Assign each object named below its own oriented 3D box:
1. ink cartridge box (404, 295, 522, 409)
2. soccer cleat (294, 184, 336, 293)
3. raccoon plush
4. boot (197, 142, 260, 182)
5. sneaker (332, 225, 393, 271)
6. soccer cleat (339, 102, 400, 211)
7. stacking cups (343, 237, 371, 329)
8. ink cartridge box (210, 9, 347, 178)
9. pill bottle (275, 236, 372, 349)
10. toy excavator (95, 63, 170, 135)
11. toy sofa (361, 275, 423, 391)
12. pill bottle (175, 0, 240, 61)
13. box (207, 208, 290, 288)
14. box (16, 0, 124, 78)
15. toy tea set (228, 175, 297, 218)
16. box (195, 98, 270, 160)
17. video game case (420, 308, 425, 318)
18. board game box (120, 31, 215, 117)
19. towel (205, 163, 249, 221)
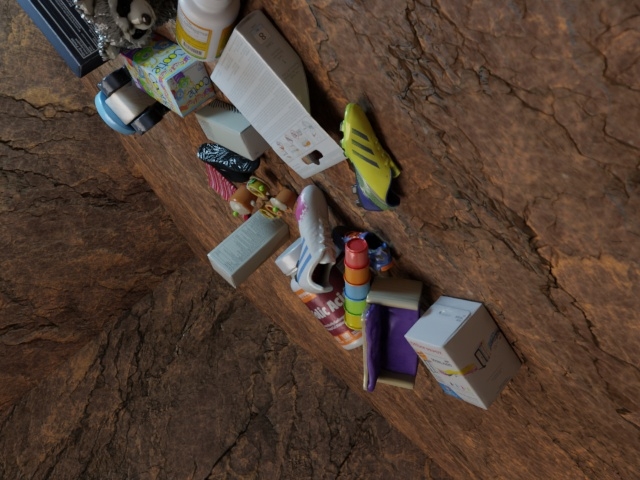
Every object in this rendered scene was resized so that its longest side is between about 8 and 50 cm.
[{"bbox_3d":[0.381,0.294,1.380,0.233,0.168,0.171,53,160,-16],"label":"ink cartridge box"},{"bbox_3d":[0.000,0.000,1.551,0.143,0.116,0.331,10,101,50],"label":"soccer cleat"},{"bbox_3d":[-0.521,-0.613,1.349,0.446,0.299,0.216,22,148,52],"label":"raccoon plush"},{"bbox_3d":[-0.288,-0.268,1.822,0.246,0.094,0.207,12,172,21],"label":"boot"},{"bbox_3d":[0.127,0.003,1.522,0.221,0.083,0.087,28,140,32],"label":"sneaker"},{"bbox_3d":[0.120,-0.188,1.172,0.121,0.093,0.289,2,134,22],"label":"soccer cleat"},{"bbox_3d":[0.113,0.133,1.508,0.096,0.096,0.316,34,145,33],"label":"stacking cups"},{"bbox_3d":[-0.094,-0.347,1.309,0.385,0.091,0.308,46,161,-13],"label":"ink cartridge box"},{"bbox_3d":[0.042,0.158,1.751,0.392,0.224,0.224,49,161,-6],"label":"pill bottle"},{"bbox_3d":[-0.735,-0.538,1.999,0.445,0.433,0.222,-19,119,39],"label":"toy excavator"},{"bbox_3d":[0.217,0.297,1.533,0.150,0.177,0.362,7,127,16],"label":"toy sofa"},{"bbox_3d":[-0.263,-0.536,1.197,0.136,0.136,0.245,50,160,-6],"label":"pill bottle"},{"bbox_3d":[-0.281,0.025,2.044,0.148,0.311,0.121,40,159,20],"label":"box"},{"bbox_3d":[-0.722,-0.718,1.582,0.296,0.294,0.182,55,159,-18],"label":"box"},{"bbox_3d":[-0.214,-0.125,1.838,0.200,0.124,0.336,33,164,-15],"label":"toy tea set"},{"bbox_3d":[-0.279,-0.357,1.637,0.275,0.094,0.113,31,155,39],"label":"box"},{"bbox_3d":[0.355,0.305,1.679,0.190,0.022,0.173,47,160,4],"label":"video game case"},{"bbox_3d":[-0.496,-0.542,1.665,0.275,0.144,0.142,35,157,30],"label":"board game box"},{"bbox_3d":[-0.413,-0.217,2.286,0.275,0.031,0.199,43,159,13],"label":"towel"}]
